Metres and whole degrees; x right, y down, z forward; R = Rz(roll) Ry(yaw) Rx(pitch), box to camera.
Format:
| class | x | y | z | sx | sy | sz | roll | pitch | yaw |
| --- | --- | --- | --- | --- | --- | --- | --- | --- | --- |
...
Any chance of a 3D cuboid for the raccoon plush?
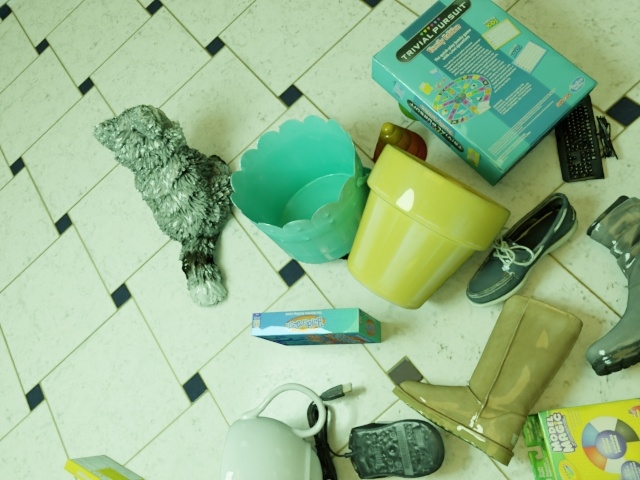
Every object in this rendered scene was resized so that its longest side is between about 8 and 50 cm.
| class | x | y | z | sx | sy | sz | roll | pitch | yaw |
| --- | --- | --- | --- | --- | --- | --- | --- | --- | --- |
| raccoon plush | -0.323 | -0.100 | 1.116 | 0.216 | 0.299 | 0.446 | -31 | 63 | 8 |

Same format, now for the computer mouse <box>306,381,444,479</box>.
| class | x | y | z | sx | sy | sz | roll | pitch | yaw |
| --- | --- | --- | --- | --- | --- | --- | --- | --- | --- |
| computer mouse | 0.096 | 0.348 | 0.927 | 0.262 | 0.060 | 0.184 | -25 | 68 | 25 |

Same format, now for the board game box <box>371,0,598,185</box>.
| class | x | y | z | sx | sy | sz | roll | pitch | yaw |
| --- | --- | --- | --- | --- | --- | --- | --- | --- | --- |
| board game box | 0.306 | -0.311 | 0.976 | 0.254 | 0.079 | 0.336 | -42 | 76 | -6 |

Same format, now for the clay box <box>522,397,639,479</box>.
| class | x | y | z | sx | sy | sz | roll | pitch | yaw |
| --- | --- | --- | --- | --- | --- | --- | --- | --- | --- |
| clay box | 0.445 | 0.326 | 0.796 | 0.222 | 0.053 | 0.127 | -15 | 66 | 16 |

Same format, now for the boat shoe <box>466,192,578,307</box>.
| class | x | y | z | sx | sy | sz | roll | pitch | yaw |
| --- | --- | --- | --- | --- | --- | --- | --- | --- | --- |
| boat shoe | 0.359 | 0.018 | 0.911 | 0.254 | 0.079 | 0.095 | -40 | 39 | 4 |

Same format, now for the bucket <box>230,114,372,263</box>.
| class | x | y | z | sx | sy | sz | roll | pitch | yaw |
| --- | --- | --- | --- | --- | --- | --- | --- | --- | --- |
| bucket | -0.023 | -0.098 | 1.036 | 0.281 | 0.183 | 0.281 | -13 | 55 | 19 |

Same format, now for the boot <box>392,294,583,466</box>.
| class | x | y | z | sx | sy | sz | roll | pitch | yaw |
| --- | --- | --- | --- | --- | --- | --- | --- | --- | --- |
| boot | 0.288 | 0.216 | 0.886 | 0.236 | 0.089 | 0.269 | 24 | 76 | 33 |

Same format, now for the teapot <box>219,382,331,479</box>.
| class | x | y | z | sx | sy | sz | roll | pitch | yaw |
| --- | --- | --- | --- | --- | --- | --- | --- | --- | --- |
| teapot | -0.071 | 0.428 | 0.881 | 0.187 | 0.256 | 0.252 | 1 | 36 | -1 |

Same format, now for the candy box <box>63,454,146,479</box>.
| class | x | y | z | sx | sy | sz | roll | pitch | yaw |
| --- | --- | --- | --- | --- | --- | --- | --- | --- | --- |
| candy box | -0.425 | 0.505 | 1.049 | 0.206 | 0.105 | 0.027 | 15 | 78 | 26 |

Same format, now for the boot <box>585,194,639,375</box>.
| class | x | y | z | sx | sy | sz | roll | pitch | yaw |
| --- | --- | --- | --- | --- | --- | --- | --- | --- | --- |
| boot | 0.527 | 0.055 | 0.840 | 0.338 | 0.118 | 0.223 | -33 | 59 | -4 |

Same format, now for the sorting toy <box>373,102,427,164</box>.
| class | x | y | z | sx | sy | sz | roll | pitch | yaw |
| --- | --- | --- | --- | --- | --- | --- | --- | --- | --- |
| sorting toy | 0.208 | -0.321 | 1.082 | 0.127 | 0.126 | 0.365 | 21 | 81 | 27 |

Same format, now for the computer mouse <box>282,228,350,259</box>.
| class | x | y | z | sx | sy | sz | roll | pitch | yaw |
| --- | --- | --- | --- | --- | --- | --- | --- | --- | --- |
| computer mouse | 0.000 | 0.000 | 1.097 | 0.242 | 0.041 | 0.071 | 5 | 74 | 24 |

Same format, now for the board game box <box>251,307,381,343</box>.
| class | x | y | z | sx | sy | sz | roll | pitch | yaw |
| --- | --- | --- | --- | --- | --- | --- | --- | --- | --- |
| board game box | -0.004 | 0.170 | 0.971 | 0.210 | 0.160 | 0.047 | -7 | 70 | 20 |

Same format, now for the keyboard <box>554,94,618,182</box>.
| class | x | y | z | sx | sy | sz | roll | pitch | yaw |
| --- | --- | --- | --- | --- | --- | --- | --- | --- | --- |
| keyboard | 0.511 | -0.208 | 0.971 | 0.100 | 0.038 | 0.192 | -6 | 70 | 19 |

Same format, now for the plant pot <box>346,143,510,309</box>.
| class | x | y | z | sx | sy | sz | roll | pitch | yaw |
| --- | --- | --- | --- | --- | --- | --- | --- | --- | --- |
| plant pot | 0.173 | -0.015 | 0.926 | 0.254 | 0.254 | 0.239 | 38 | 107 | 28 |
